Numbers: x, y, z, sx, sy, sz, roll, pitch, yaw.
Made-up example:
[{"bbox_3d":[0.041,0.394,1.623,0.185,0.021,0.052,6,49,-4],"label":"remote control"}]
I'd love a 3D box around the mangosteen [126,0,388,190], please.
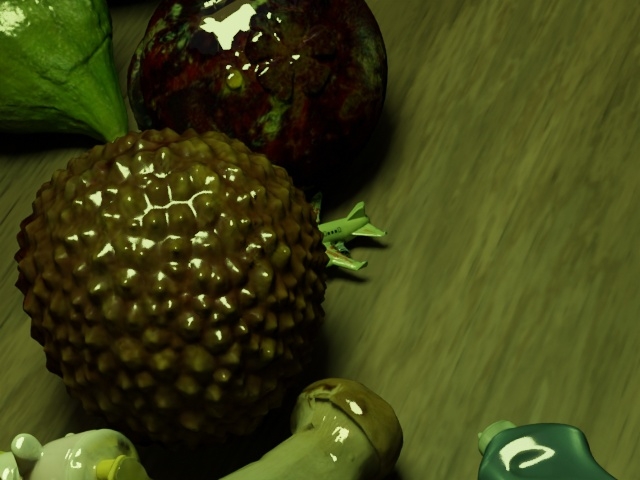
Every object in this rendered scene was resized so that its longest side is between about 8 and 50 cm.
[{"bbox_3d":[-0.073,-0.150,1.476,0.231,0.231,0.289,-43,18,-25],"label":"mangosteen"}]

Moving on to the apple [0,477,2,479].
[{"bbox_3d":[-0.349,0.243,1.093,0.299,0.299,0.275,-31,31,-15],"label":"apple"}]

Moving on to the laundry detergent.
[{"bbox_3d":[0.183,0.199,1.147,0.096,0.061,0.206,-34,46,-11],"label":"laundry detergent"}]

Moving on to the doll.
[{"bbox_3d":[-0.207,0.191,1.218,0.207,0.129,0.081,-12,46,36],"label":"doll"}]

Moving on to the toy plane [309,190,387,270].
[{"bbox_3d":[0.000,0.000,1.406,0.111,0.040,0.102,-25,43,-8],"label":"toy plane"}]

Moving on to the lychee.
[{"bbox_3d":[-0.116,0.043,1.260,0.267,0.267,0.267,-8,45,8],"label":"lychee"}]

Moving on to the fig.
[{"bbox_3d":[-0.265,-0.179,1.588,0.235,0.203,0.203,33,57,3],"label":"fig"}]

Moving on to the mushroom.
[{"bbox_3d":[-0.070,0.231,1.139,0.128,0.128,0.350,24,52,33],"label":"mushroom"}]
